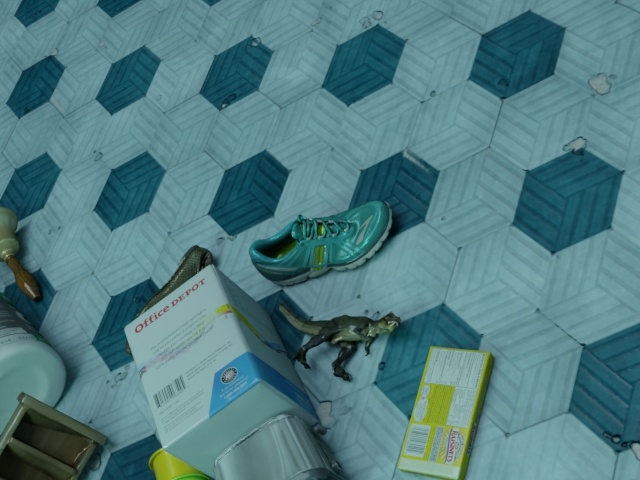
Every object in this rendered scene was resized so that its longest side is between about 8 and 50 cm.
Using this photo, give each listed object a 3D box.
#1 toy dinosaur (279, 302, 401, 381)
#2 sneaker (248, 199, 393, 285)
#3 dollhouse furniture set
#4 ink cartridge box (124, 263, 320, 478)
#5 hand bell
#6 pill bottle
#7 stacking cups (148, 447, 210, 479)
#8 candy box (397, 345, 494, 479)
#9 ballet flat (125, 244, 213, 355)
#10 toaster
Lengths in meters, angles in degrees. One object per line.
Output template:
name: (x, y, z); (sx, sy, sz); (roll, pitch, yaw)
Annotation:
toy dinosaur: (0.020, 0.169, 1.739); (0.268, 0.064, 0.118); (2, 55, 37)
sneaker: (0.000, 0.000, 1.827); (0.275, 0.110, 0.107); (-24, 50, 17)
dollhouse furniture set: (-0.458, 0.420, 1.696); (0.256, 0.362, 0.394); (-62, 20, -14)
ink cartridge box: (-0.169, 0.224, 1.727); (0.198, 0.197, 0.270); (-36, 48, 9)
hand bell: (-0.677, 0.050, 2.264); (0.126, 0.126, 0.242); (-43, 60, 2)
pill bottle: (-0.680, 0.214, 2.067); (0.204, 0.204, 0.361); (-51, 48, -6)
stacking cups: (-0.203, 0.484, 1.657); (0.096, 0.096, 0.316); (-31, 51, 12)
candy box: (0.194, 0.264, 1.580); (0.105, 0.027, 0.206); (4, 63, 32)
ballet flat: (-0.284, 0.120, 1.965); (0.058, 0.084, 0.250); (31, 75, 18)
toaster: (-0.074, 0.381, 1.613); (0.227, 0.129, 0.146); (-37, 44, 10)
